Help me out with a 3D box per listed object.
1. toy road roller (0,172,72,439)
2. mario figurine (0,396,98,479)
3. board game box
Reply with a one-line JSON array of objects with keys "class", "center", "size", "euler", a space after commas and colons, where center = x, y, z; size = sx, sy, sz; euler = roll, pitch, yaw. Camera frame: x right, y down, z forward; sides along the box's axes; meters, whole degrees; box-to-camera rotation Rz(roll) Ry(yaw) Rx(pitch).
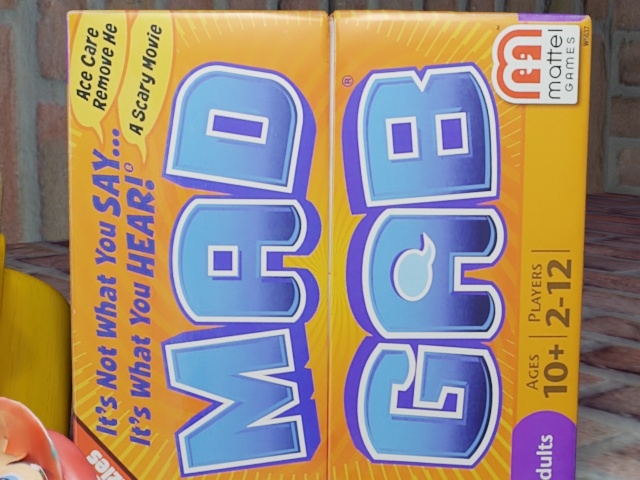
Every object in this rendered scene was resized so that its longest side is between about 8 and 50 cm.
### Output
[{"class": "toy road roller", "center": [-0.257, 0.070, 0.845], "size": [0.240, 0.203, 0.329], "euler": [14, -30, -32]}, {"class": "mario figurine", "center": [-0.209, 0.150, 0.563], "size": [0.198, 0.170, 0.320], "euler": [36, 23, 6]}, {"class": "board game box", "center": [0.000, 0.000, 1.023], "size": [0.356, 0.357, 0.356], "euler": [0, 7, -2]}]
